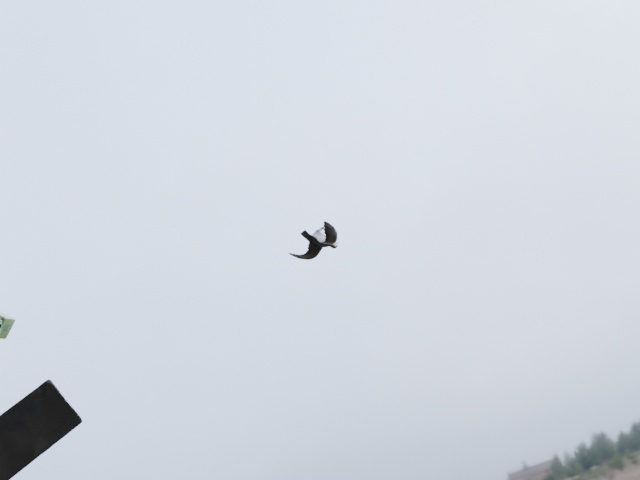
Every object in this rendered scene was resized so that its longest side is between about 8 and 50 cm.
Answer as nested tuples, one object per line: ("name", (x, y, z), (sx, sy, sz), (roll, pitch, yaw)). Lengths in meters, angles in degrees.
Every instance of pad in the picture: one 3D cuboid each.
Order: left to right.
("pad", (-0.597, 0.386, 1.493), (0.193, 0.116, 0.004), (-38, -1, -26))

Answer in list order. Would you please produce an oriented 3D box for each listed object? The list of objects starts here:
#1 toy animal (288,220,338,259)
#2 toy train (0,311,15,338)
("toy animal", (0.000, -0.001, 0.871), (0.050, 0.028, 0.084), (-11, -18, -38))
("toy train", (-0.439, 0.134, 0.935), (0.050, 0.122, 0.081), (26, -9, -2))
